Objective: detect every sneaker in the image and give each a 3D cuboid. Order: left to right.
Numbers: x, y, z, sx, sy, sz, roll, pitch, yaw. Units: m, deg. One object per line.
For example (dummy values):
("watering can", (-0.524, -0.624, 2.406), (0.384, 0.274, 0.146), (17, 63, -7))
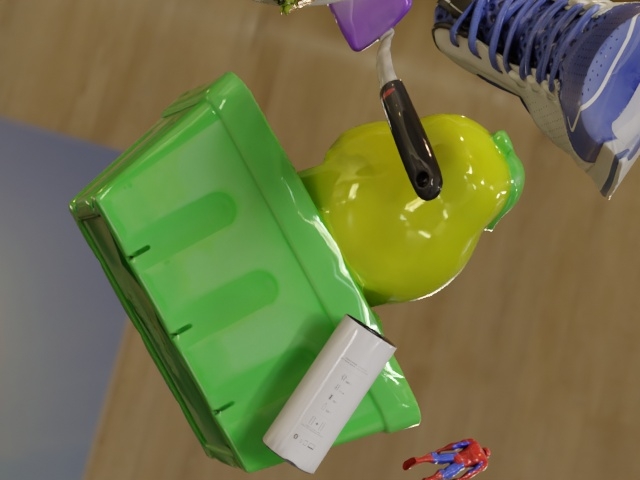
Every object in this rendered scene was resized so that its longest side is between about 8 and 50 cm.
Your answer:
("sneaker", (0.165, -0.134, 1.368), (0.182, 0.127, 0.315), (33, 6, 2))

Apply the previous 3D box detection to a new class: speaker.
("speaker", (0.008, 0.132, 1.652), (0.055, 0.136, 0.055), (33, 3, -2))

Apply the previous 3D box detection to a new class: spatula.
("spatula", (0.062, -0.151, 1.701), (0.030, 0.296, 0.084), (25, -52, -39))

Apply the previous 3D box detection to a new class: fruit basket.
("fruit basket", (0.000, 0.000, 1.784), (0.392, 0.392, 0.283), (19, -7, -15))

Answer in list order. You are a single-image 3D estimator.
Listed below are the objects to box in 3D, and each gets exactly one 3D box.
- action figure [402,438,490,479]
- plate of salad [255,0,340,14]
("action figure", (0.121, 0.207, 1.764), (0.115, 0.038, 0.030), (-9, -29, -47))
("plate of salad", (-0.001, -0.247, 1.533), (0.199, 0.048, 0.200), (-7, -33, -5))
